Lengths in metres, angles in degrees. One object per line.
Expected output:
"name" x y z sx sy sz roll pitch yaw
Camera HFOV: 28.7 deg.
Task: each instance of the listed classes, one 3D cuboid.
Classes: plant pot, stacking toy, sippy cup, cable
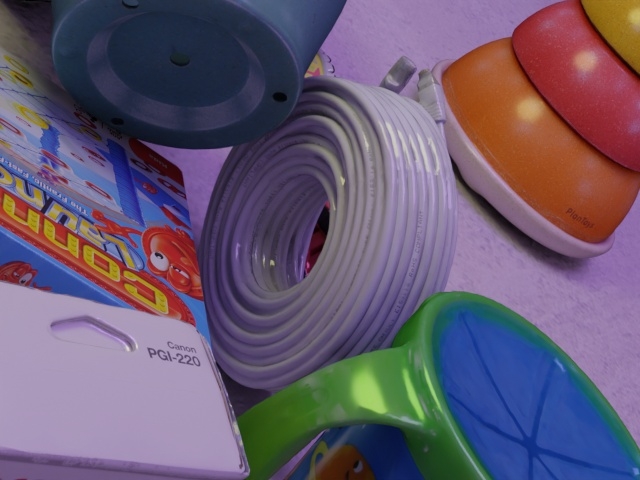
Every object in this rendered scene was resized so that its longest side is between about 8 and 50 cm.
"plant pot" -0.093 -0.221 0.952 0.271 0.271 0.255 29 50 -30
"stacking toy" 0.408 -0.238 1.649 0.350 0.480 0.351 35 28 -22
"sippy cup" 0.078 0.191 0.852 0.305 0.224 0.240 45 27 -3
"cable" 0.000 0.000 0.974 0.089 0.257 0.257 19 45 -36

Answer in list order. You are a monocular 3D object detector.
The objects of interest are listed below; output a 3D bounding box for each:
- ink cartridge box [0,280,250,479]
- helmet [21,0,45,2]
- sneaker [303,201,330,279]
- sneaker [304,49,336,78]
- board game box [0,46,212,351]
"ink cartridge box" -0.165 0.124 0.599 0.158 0.218 0.092 16 39 -45
"helmet" -0.231 -0.301 1.154 0.169 0.169 0.161 48 45 4
"sneaker" 0.005 0.003 1.174 0.136 0.115 0.314 56 12 -47
"sneaker" -0.036 -0.155 1.338 0.094 0.081 0.209 17 37 -35
"board game box" -0.225 -0.039 0.816 0.308 0.086 0.302 34 15 -24
